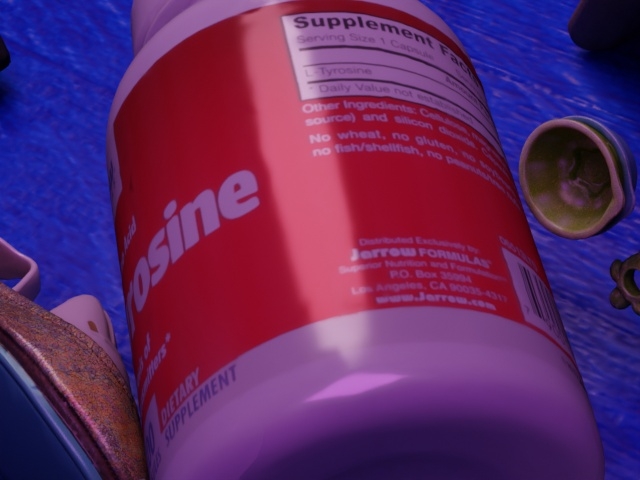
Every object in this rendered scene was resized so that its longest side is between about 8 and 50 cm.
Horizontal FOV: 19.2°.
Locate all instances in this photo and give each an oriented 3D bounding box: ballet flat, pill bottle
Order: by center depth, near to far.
[{"bbox_3d":[0.000,0.000,1.064,0.229,0.229,0.407,-14,48,0],"label":"pill bottle"},{"bbox_3d":[-0.194,0.060,1.138,0.348,0.123,0.123,30,62,32],"label":"ballet flat"}]

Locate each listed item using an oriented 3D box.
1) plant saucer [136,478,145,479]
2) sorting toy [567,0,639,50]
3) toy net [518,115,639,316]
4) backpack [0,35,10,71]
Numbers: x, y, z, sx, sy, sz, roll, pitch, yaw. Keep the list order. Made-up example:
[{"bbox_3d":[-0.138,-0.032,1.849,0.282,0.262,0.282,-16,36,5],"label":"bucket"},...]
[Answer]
[{"bbox_3d":[-0.139,0.200,0.971,0.018,0.192,0.067,17,40,-29],"label":"plant saucer"},{"bbox_3d":[0.285,-0.194,1.148,0.229,0.307,0.041,-19,80,-7],"label":"sorting toy"},{"bbox_3d":[0.209,-0.040,0.981,0.045,0.232,0.122,-14,79,-43],"label":"toy net"},{"bbox_3d":[-0.447,-0.134,1.286,0.355,0.273,0.290,-42,60,-8],"label":"backpack"}]
